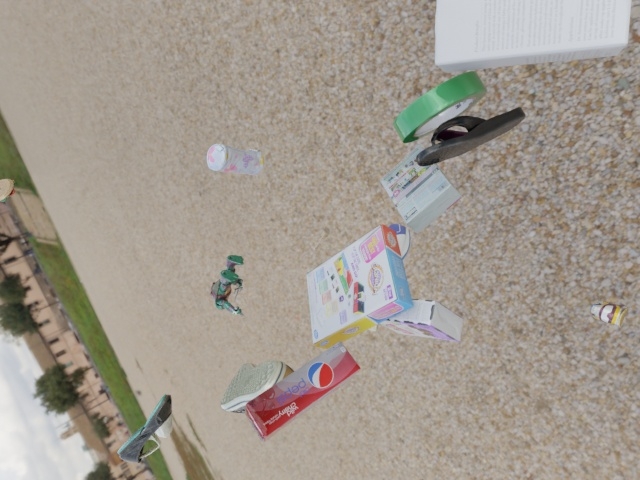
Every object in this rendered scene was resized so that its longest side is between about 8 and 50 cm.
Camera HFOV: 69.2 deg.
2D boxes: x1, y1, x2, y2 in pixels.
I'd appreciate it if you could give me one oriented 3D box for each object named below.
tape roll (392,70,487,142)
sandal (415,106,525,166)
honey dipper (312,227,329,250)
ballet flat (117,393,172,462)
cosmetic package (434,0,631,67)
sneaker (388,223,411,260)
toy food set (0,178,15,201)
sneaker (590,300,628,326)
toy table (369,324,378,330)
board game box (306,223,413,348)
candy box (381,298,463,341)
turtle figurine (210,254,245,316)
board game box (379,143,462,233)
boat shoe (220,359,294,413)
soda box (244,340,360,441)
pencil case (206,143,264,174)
[{"bbox_3d":[0.408,-0.453,1.598,0.077,0.321,0.321,61,151,4],"label":"tape roll"},{"bbox_3d":[0.492,-0.368,1.585,0.107,0.446,0.167,62,161,9],"label":"sandal"},{"bbox_3d":[0.000,0.000,2.094,0.030,0.031,0.160,54,144,17],"label":"honey dipper"},{"bbox_3d":[-0.543,0.617,1.508,0.096,0.280,0.095,39,-167,-7],"label":"ballet flat"},{"bbox_3d":[0.547,-0.594,1.230,0.454,0.161,0.229,4,102,23],"label":"cosmetic package"},{"bbox_3d":[0.195,0.049,1.646,0.182,0.315,0.127,34,152,-16],"label":"sneaker"},{"bbox_3d":[-0.938,-0.146,1.366,0.020,0.083,0.083,64,-167,-59],"label":"toy food set"},{"bbox_3d":[0.825,0.203,1.330,0.084,0.186,0.069,23,93,34],"label":"sneaker"},{"bbox_3d":[0.170,0.235,1.910,0.161,0.274,0.252,6,103,25],"label":"toy table"},{"bbox_3d":[0.094,0.135,1.300,0.317,0.064,0.242,-35,46,34],"label":"board game box"},{"bbox_3d":[0.260,0.213,1.263,0.196,0.070,0.165,-2,155,44],"label":"candy box"},{"bbox_3d":[-0.300,0.167,1.511,0.175,0.118,0.234,-104,23,-45],"label":"turtle figurine"},{"bbox_3d":[0.389,-0.209,1.839,0.224,0.098,0.303,-42,41,20],"label":"board game box"},{"bbox_3d":[-0.204,0.511,1.561,0.156,0.186,0.500,37,147,-14],"label":"boat shoe"},{"bbox_3d":[-0.039,0.341,1.056,0.083,0.263,0.092,52,153,19],"label":"soda box"},{"bbox_3d":[-0.371,-0.357,2.055,0.124,0.273,0.113,-41,71,30],"label":"pencil case"}]
